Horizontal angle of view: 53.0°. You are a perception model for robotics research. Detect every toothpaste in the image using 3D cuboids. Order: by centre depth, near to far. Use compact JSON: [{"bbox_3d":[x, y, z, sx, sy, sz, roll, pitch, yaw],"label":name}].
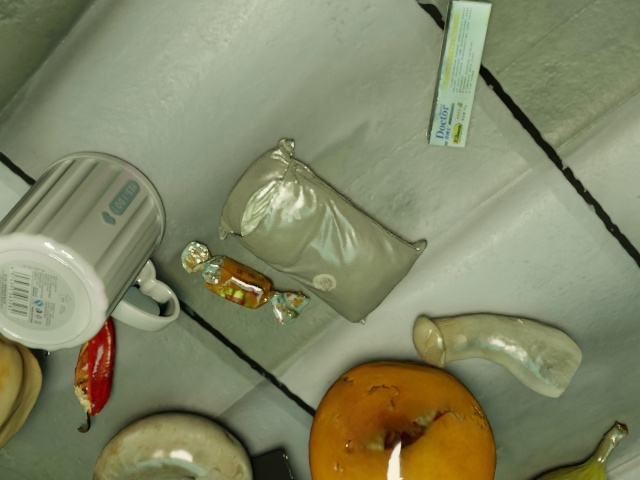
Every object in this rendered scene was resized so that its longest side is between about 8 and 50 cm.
[{"bbox_3d":[0.152,-0.187,0.721,0.046,0.034,0.164,5,117,-1],"label":"toothpaste"}]

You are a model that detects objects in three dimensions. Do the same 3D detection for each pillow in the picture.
[{"bbox_3d":[0.000,0.000,0.811,0.255,0.059,0.169,34,111,-14],"label":"pillow"}]

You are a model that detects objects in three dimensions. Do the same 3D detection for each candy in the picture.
[{"bbox_3d":[-0.102,0.061,0.851,0.182,0.046,0.053,25,114,-8],"label":"candy"}]

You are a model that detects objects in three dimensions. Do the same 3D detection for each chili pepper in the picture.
[{"bbox_3d":[-0.323,0.178,0.921,0.050,0.059,0.268,-6,122,-39],"label":"chili pepper"}]

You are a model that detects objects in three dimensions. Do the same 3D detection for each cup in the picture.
[{"bbox_3d":[-0.263,0.019,0.748,0.221,0.202,0.167,18,119,-6],"label":"cup"}]

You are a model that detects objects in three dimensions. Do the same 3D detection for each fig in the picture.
[{"bbox_3d":[0.403,0.396,0.959,0.230,0.143,0.160,-40,141,12],"label":"fig"}]

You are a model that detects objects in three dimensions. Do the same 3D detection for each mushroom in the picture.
[{"bbox_3d":[0.234,0.142,0.865,0.223,0.081,0.092,14,97,-2],"label":"mushroom"},{"bbox_3d":[-0.218,0.381,0.921,0.243,0.243,0.244,1,117,2],"label":"mushroom"}]

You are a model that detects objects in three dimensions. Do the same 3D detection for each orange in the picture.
[{"bbox_3d":[0.106,0.273,0.842,0.246,0.246,0.246,1,117,2],"label":"orange"}]

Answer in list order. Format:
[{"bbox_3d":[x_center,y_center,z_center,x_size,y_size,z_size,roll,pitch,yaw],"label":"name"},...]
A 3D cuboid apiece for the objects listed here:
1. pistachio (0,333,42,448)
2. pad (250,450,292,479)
[{"bbox_3d":[-0.491,0.175,0.833,0.237,0.229,0.321,0,132,-27],"label":"pistachio"},{"bbox_3d":[-0.063,0.461,0.976,0.159,0.009,0.265,-28,78,35],"label":"pad"}]
